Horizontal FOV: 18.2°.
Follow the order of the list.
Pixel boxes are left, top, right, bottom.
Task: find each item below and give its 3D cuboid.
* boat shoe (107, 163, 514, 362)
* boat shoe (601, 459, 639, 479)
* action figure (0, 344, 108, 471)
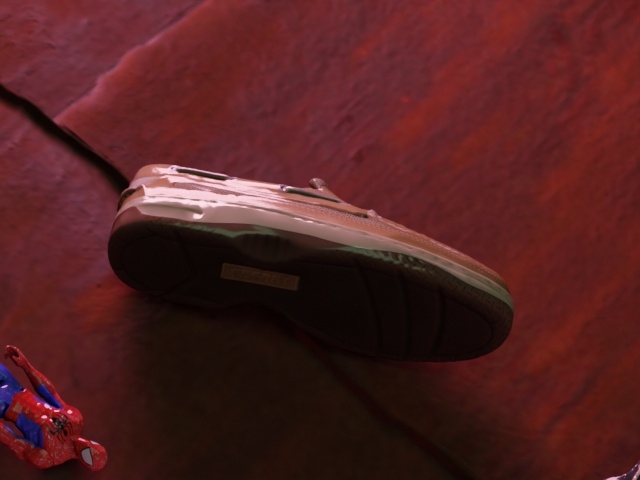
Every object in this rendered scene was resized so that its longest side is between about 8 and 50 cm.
[{"bbox_3d":[0.000,0.000,0.929,0.190,0.068,0.072,16,43,-6],"label":"boat shoe"},{"bbox_3d":[0.133,0.122,0.896,0.125,0.046,0.038,-30,70,-34],"label":"boat shoe"},{"bbox_3d":[-0.140,0.065,0.863,0.115,0.030,0.038,34,49,4],"label":"action figure"}]
